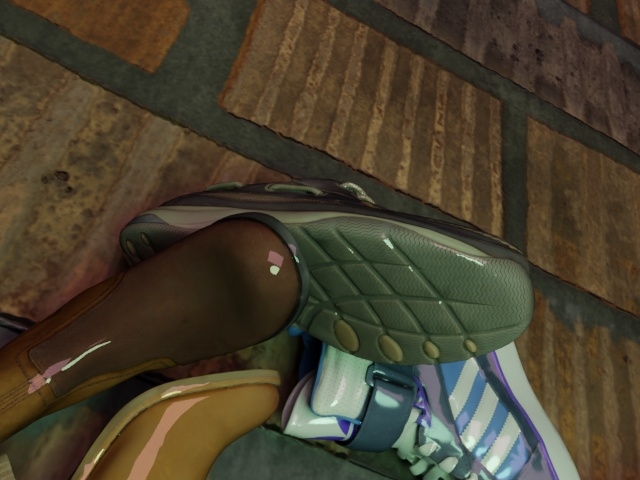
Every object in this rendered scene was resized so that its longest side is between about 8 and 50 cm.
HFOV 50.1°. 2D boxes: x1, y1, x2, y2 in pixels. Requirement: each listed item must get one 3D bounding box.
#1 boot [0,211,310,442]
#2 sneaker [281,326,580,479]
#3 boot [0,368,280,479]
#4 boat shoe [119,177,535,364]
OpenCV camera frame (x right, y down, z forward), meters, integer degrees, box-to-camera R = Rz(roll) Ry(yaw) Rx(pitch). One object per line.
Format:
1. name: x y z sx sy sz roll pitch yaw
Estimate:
1. boot: -0.171 0.077 0.422 0.280 0.264 0.096 -27 102 -48
2. sneaker: 0.082 0.184 0.615 0.236 0.130 0.323 -8 70 -23
3. boot: -0.114 0.225 0.473 0.283 0.109 0.220 -18 72 -36
4. boat shoe: 0.000 0.000 0.568 0.355 0.132 0.130 9 39 24
